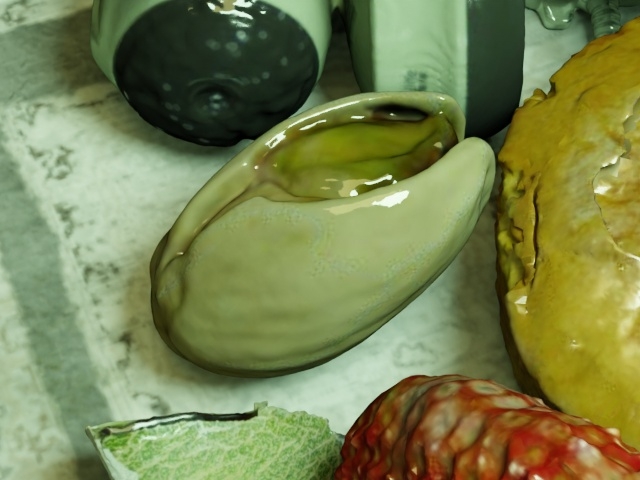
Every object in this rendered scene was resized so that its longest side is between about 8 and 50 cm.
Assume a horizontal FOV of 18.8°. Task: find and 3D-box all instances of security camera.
[{"bbox_3d":[-0.011,-0.157,1.264,0.277,0.197,0.191,-1,56,1],"label":"security camera"}]

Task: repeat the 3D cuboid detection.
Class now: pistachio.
[{"bbox_3d":[0.000,0.000,1.181,0.238,0.153,0.137,-39,51,15],"label":"pistachio"}]

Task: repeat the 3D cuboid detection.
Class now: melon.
[{"bbox_3d":[-0.064,0.161,1.160,0.202,0.093,0.139,8,88,-33],"label":"melon"}]

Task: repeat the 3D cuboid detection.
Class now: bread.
[{"bbox_3d":[0.283,0.020,1.189,0.358,0.204,0.336,2,65,0],"label":"bread"}]

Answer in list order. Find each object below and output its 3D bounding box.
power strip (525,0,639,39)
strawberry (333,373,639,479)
[{"bbox_3d":[0.179,-0.291,1.418,0.098,0.058,0.338,-2,64,-7],"label":"power strip"},{"bbox_3d":[0.130,0.212,1.033,0.267,0.312,0.351,-15,49,-28],"label":"strawberry"}]
